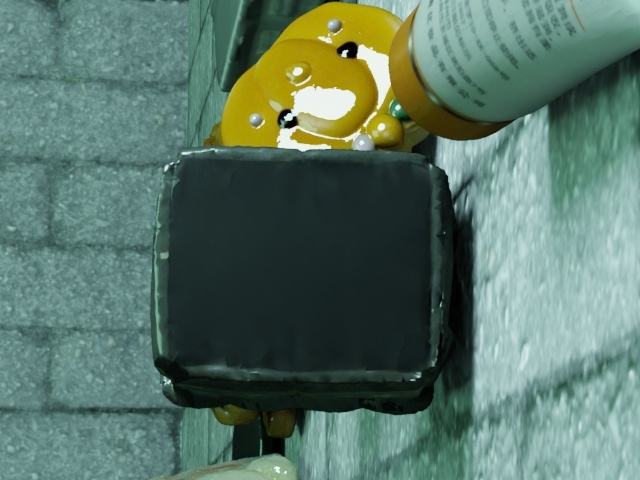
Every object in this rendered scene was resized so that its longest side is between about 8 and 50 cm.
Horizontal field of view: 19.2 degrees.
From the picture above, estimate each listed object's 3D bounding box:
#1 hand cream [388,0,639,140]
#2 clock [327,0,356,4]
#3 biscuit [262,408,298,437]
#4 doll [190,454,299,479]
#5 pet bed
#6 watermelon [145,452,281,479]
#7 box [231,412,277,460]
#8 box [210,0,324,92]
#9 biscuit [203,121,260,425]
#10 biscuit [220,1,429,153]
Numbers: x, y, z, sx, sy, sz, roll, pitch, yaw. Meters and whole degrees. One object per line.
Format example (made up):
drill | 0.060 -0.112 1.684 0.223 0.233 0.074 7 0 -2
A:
hand cream | 0.115 -0.135 0.948 0.314 0.089 0.140 145 125 -74
clock | 0.020 -0.212 1.810 0.085 0.017 0.085 -178 90 -81
biscuit | -0.042 0.066 2.076 0.186 0.044 0.295 111 158 -56
doll | -0.060 0.350 1.780 0.149 0.175 0.278 78 172 -55
pet bed | -0.011 0.030 1.332 0.159 0.211 0.183 84 -174 -82
watermelon | -0.109 0.359 1.987 0.151 0.302 0.264 -3 -85 -63
box | -0.078 0.242 2.277 0.201 0.042 0.212 101 167 -44
box | -0.038 -0.393 1.884 0.396 0.111 0.396 111 163 -59
biscuit | -0.108 0.036 2.054 0.289 0.081 0.334 95 173 -55
biscuit | 0.005 -0.107 1.427 0.050 0.170 0.170 50 -151 -51
